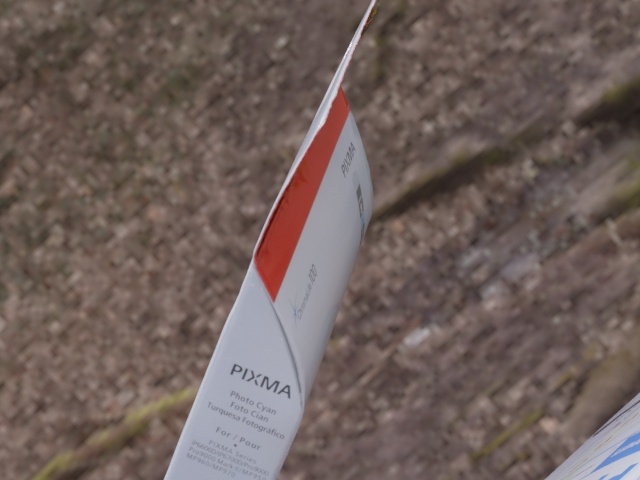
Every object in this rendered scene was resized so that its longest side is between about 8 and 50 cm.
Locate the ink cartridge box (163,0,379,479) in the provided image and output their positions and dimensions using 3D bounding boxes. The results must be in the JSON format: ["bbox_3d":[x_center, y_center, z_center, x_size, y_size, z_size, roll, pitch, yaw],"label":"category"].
[{"bbox_3d":[0.000,0.000,1.392,0.308,0.091,0.385,-68,3,-55],"label":"ink cartridge box"}]

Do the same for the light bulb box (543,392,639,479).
[{"bbox_3d":[0.265,0.163,0.942,0.361,0.225,0.358,-37,-8,-26],"label":"light bulb box"}]
